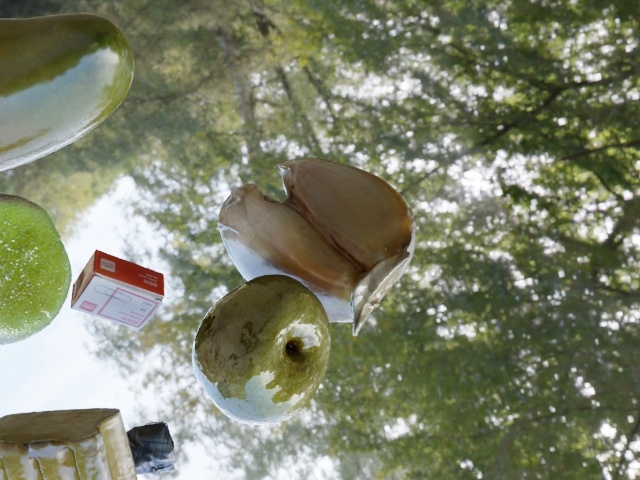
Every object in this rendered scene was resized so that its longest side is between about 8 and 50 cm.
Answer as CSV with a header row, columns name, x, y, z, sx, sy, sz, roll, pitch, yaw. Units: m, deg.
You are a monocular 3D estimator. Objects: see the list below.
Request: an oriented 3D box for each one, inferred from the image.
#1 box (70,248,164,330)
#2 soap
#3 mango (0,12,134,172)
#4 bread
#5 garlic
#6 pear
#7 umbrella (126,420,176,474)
name,x,y,z,sx,sy,sz,roll,pitch,yaw
box,-0.466,0.120,1.710,0.133,0.182,0.099,-47,-145,27
soap,-0.248,0.287,0.737,0.140,0.231,0.073,-6,-167,14
mango,-0.300,-0.121,0.645,0.289,0.146,0.129,-9,-133,-3
bread,-0.607,0.055,1.431,0.045,0.301,0.301,-7,-152,33
garlic,0.000,0.000,1.264,0.286,0.313,0.249,-58,162,8
pear,-0.095,0.166,1.138,0.211,0.188,0.228,-5,-114,47
umbrella,-0.316,0.313,1.027,0.224,0.080,0.071,-8,178,-29
